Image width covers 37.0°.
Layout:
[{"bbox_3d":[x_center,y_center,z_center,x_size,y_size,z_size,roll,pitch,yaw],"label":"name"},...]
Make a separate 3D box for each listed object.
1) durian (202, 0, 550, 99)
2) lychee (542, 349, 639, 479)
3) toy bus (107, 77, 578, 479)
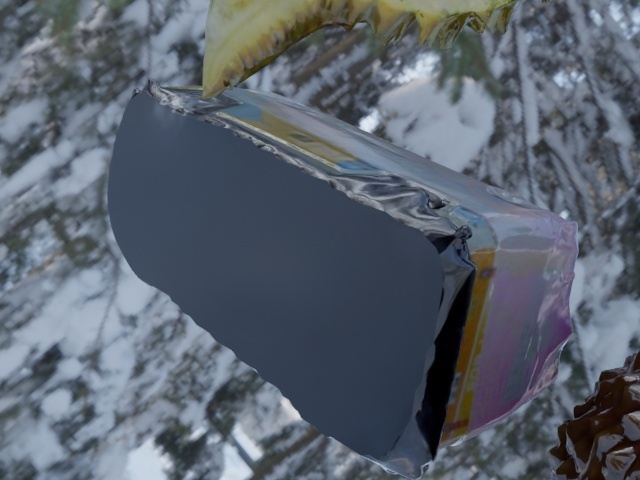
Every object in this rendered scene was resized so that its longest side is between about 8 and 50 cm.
[{"bbox_3d":[0.022,-0.132,0.406,0.140,0.224,0.078,50,-16,-15],"label":"durian"},{"bbox_3d":[0.280,0.172,0.548,0.306,0.330,0.306,34,24,-17],"label":"lychee"},{"bbox_3d":[0.000,0.000,0.707,0.386,0.162,0.171,31,-64,44],"label":"toy bus"}]
